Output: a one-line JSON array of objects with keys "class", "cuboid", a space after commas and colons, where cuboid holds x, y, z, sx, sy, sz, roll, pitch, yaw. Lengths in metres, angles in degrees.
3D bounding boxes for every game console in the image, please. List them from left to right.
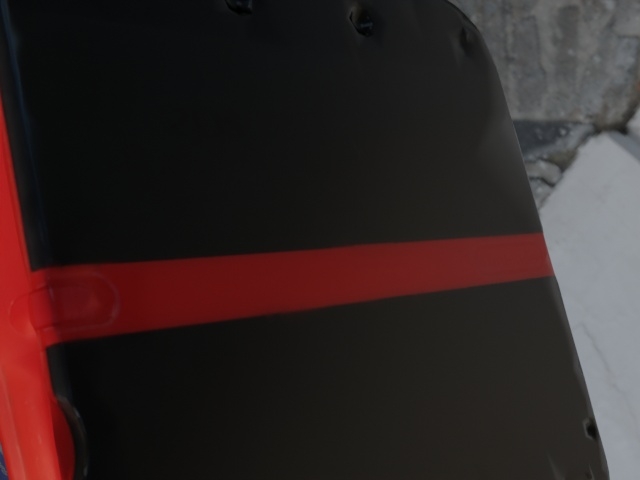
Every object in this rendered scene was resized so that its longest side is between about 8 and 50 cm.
[{"class": "game console", "cuboid": [0.002, 0.014, 0.537, 0.060, 0.341, 0.387, -20, 169, 41]}]

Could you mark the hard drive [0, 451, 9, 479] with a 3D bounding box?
[{"class": "hard drive", "cuboid": [-0.271, 0.135, 0.611, 0.040, 0.210, 0.318, -48, 151, -3]}]
